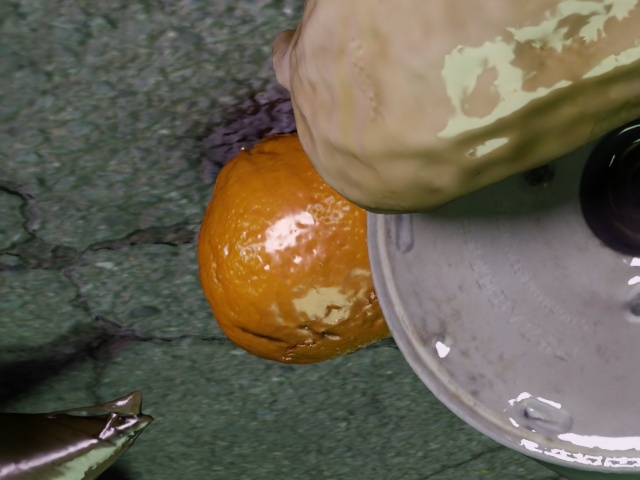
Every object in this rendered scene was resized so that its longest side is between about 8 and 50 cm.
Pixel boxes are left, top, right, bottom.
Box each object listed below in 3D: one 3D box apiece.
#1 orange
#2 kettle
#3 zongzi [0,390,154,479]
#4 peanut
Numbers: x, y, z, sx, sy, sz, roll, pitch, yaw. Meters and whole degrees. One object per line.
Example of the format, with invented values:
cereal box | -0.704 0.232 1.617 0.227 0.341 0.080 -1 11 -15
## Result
orange | 0.001 0.000 0.994 0.136 0.117 0.135 -28 -167 7
kettle | 0.247 -0.003 0.982 0.361 0.250 0.377 -43 149 4
zongzi | -0.285 0.144 1.185 0.260 0.123 0.289 13 147 -39
peanut | 0.105 -0.113 0.775 0.291 0.143 0.159 -22 152 18
